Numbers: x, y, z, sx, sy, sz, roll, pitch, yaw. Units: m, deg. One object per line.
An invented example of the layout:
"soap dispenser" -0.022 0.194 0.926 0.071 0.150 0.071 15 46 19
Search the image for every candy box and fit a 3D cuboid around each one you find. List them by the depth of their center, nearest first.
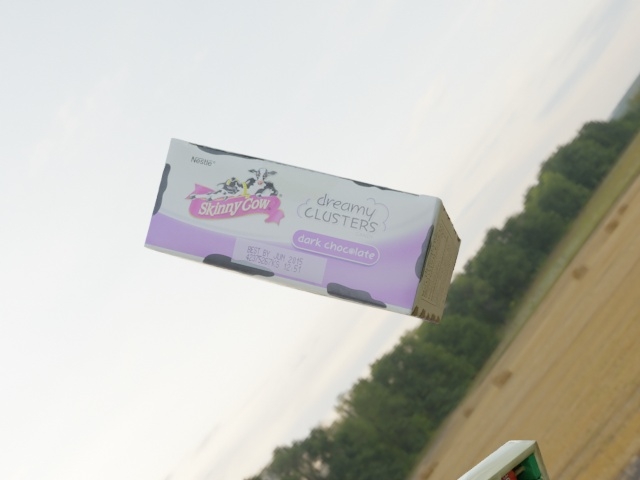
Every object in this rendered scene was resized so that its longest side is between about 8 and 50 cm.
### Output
"candy box" 0.000 0.000 0.632 0.196 0.164 0.070 27 -103 -77

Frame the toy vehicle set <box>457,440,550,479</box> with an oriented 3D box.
"toy vehicle set" 0.186 0.346 0.913 0.166 0.267 0.035 -25 8 -40
